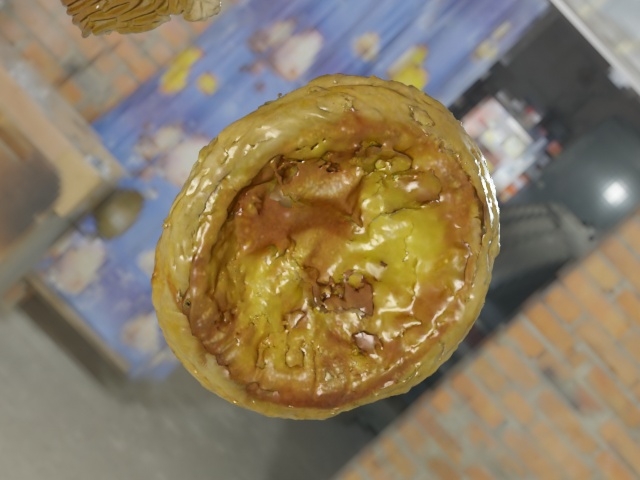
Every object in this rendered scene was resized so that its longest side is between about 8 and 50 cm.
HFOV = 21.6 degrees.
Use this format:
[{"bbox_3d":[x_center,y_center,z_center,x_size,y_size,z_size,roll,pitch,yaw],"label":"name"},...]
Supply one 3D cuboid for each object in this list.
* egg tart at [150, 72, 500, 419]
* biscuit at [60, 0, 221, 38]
[{"bbox_3d":[0.000,0.000,1.331,0.290,0.290,0.115,43,2,-28],"label":"egg tart"},{"bbox_3d":[-0.177,-0.244,1.570,0.176,0.031,0.228,37,-37,4],"label":"biscuit"}]
